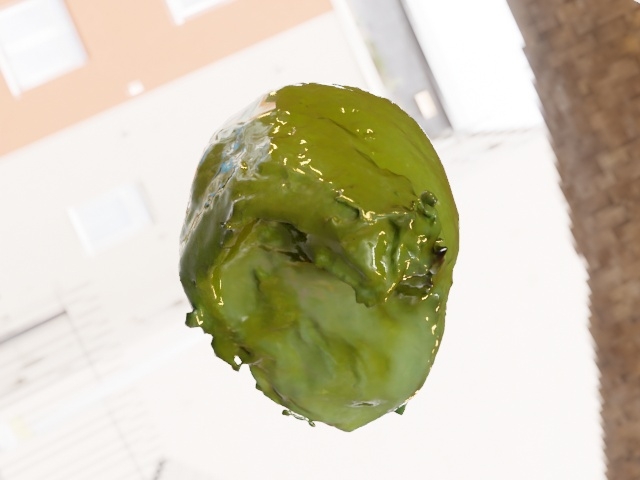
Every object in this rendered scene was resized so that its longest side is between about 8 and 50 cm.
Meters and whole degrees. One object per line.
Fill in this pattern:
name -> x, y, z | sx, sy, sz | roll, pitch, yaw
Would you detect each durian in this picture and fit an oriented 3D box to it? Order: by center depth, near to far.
durian -> 0.000, 0.000, 1.290 | 0.339, 0.204, 0.255 | -95, -176, -58

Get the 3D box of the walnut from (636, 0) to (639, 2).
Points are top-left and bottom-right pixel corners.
walnut -> 0.176, -0.199, 0.635 | 0.273, 0.273, 0.227 | 55, -53, 22
